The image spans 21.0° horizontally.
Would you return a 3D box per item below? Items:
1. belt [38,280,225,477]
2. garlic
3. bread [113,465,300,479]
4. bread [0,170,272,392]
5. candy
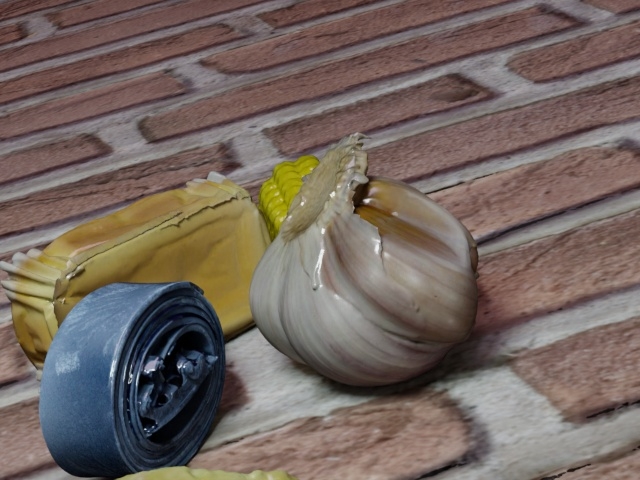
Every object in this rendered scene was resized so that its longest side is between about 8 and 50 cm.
[{"bbox_3d":[-0.137,0.105,1.341,0.082,0.141,0.190,-1,21,25],"label":"belt"},{"bbox_3d":[0.052,0.003,1.431,0.207,0.207,0.257,1,17,30],"label":"garlic"},{"bbox_3d":[-0.070,0.241,0.849,0.196,0.238,0.252,23,26,-29],"label":"bread"},{"bbox_3d":[-0.156,0.040,1.528,0.241,0.136,0.107,-28,23,-36],"label":"bread"},{"bbox_3d":[0.000,0.000,1.593,0.094,0.106,0.199,-31,25,4],"label":"candy"}]
